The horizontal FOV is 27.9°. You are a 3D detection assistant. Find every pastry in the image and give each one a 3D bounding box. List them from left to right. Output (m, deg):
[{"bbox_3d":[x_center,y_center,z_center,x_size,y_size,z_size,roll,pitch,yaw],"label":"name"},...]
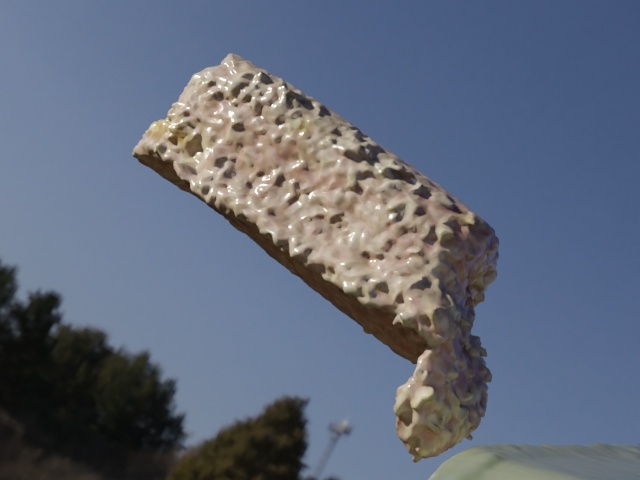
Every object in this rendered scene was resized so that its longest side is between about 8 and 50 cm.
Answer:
[{"bbox_3d":[0.011,-0.008,0.697,0.265,0.112,0.103,45,2,25],"label":"pastry"}]

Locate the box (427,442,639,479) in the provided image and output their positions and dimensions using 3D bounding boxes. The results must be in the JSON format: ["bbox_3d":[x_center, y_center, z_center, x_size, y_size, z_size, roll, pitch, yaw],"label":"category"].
[{"bbox_3d":[0.131,0.294,0.596,0.111,0.396,0.396,14,1,35],"label":"box"}]
